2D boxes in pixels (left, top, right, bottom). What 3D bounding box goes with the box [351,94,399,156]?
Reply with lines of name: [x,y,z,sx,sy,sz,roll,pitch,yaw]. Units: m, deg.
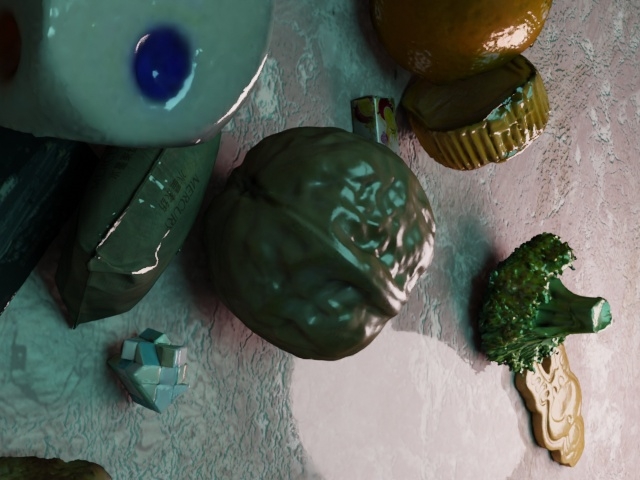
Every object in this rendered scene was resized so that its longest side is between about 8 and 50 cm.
box: [0.079,-0.089,1.825,0.050,0.041,0.207,-9,96,-54]

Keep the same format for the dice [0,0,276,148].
dice: [-0.197,-0.226,1.231,0.243,0.259,0.251,-4,107,-38]

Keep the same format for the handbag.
handbag: [-0.186,-0.032,1.414,0.117,0.182,0.270,30,55,-3]

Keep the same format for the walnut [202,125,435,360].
walnut: [-0.001,0.003,1.570,0.273,0.227,0.273,3,85,-47]

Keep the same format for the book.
book: [-0.371,-0.107,1.274,0.374,0.028,0.263,56,49,-34]

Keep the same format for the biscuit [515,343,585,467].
biscuit: [0.372,0.256,2.183,0.144,0.040,0.236,-43,119,-37]

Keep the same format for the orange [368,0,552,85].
orange: [0.191,-0.390,1.825,0.274,0.274,0.310,54,38,-35]

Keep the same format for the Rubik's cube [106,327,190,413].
Rubik's cube: [-0.175,0.131,1.462,0.073,0.075,0.084,-40,135,-24]

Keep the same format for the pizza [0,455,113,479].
pizza: [-0.300,0.271,1.255,0.305,0.161,0.086,-9,116,-51]

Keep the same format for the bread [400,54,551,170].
bread: [0.216,-0.179,1.879,0.199,0.199,0.104,-59,134,-35]

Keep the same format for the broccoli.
broccoli: [0.341,0.098,2.023,0.194,0.194,0.220,7,88,-51]
